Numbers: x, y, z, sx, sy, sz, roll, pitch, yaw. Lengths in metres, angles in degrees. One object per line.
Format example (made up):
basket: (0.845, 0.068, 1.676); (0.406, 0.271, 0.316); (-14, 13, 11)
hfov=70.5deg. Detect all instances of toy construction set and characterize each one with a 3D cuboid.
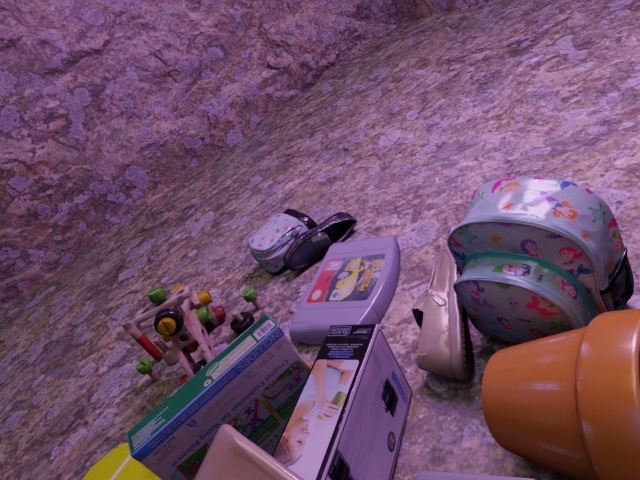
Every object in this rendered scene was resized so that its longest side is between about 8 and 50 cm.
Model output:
toy construction set: (-0.343, 0.186, 1.043); (0.308, 0.237, 0.257); (-18, 32, 22)

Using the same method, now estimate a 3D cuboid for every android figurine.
android figurine: (-0.353, 0.469, 0.807); (0.272, 0.056, 0.248); (-2, 41, 40)

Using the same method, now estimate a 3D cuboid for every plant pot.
plant pot: (0.303, 0.188, 0.520); (0.188, 0.205, 0.205); (-20, 27, 51)

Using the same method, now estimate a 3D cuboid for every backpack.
backpack: (0.308, 0.036, 0.661); (0.225, 0.254, 0.191); (9, 48, 48)
backpack: (-0.108, -0.001, 1.239); (0.182, 0.115, 0.152); (-45, 35, -18)

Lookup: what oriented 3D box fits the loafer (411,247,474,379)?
loafer: (0.207, 0.116, 0.787); (0.092, 0.102, 0.269); (-11, 35, 21)

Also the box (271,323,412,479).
box: (0.033, 0.277, 0.623); (0.087, 0.169, 0.290); (-8, 32, 32)

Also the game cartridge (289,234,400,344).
game cartridge: (0.068, 0.099, 0.992); (0.196, 0.060, 0.294); (-5, 38, 31)

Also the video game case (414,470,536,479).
video game case: (0.129, 0.344, 0.482); (0.193, 0.023, 0.212); (-51, 2, -32)

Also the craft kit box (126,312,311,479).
craft kit box: (-0.104, 0.279, 0.678); (0.250, 0.247, 0.061); (-39, 28, -16)

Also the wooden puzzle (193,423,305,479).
wooden puzzle: (-0.066, 0.388, 0.394); (0.347, 0.080, 0.322); (18, 77, 37)

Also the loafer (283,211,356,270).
loafer: (0.000, 0.000, 1.175); (0.223, 0.076, 0.078); (-38, 22, -19)
